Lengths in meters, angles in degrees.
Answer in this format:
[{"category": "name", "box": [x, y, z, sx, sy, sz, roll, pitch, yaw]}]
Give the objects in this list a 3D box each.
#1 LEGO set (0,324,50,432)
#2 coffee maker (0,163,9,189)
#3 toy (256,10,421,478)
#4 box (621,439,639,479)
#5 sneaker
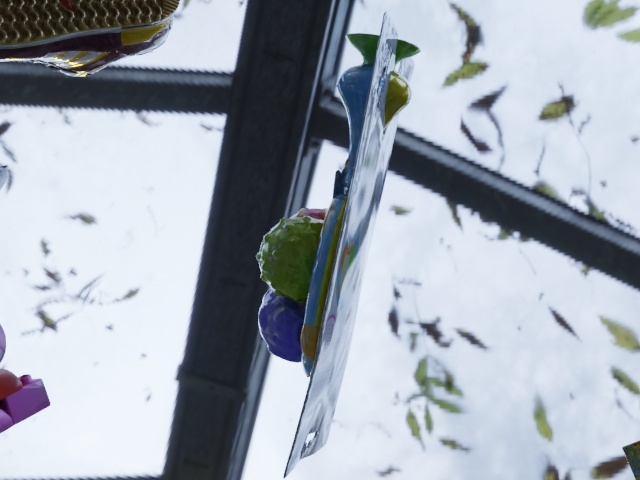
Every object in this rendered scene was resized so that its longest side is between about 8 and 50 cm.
[{"category": "LEGO set", "box": [-0.213, 0.058, 0.374, 0.087, 0.227, 0.093, -9, -78, 38]}, {"category": "coffee maker", "box": [-0.469, -0.071, 1.300, 0.178, 0.120, 0.171, 42, -69, -2]}, {"category": "toy", "box": [0.000, 0.000, 0.638, 0.056, 0.137, 0.237, 16, -90, 10]}, {"category": "box", "box": [0.437, 0.195, 0.932, 0.290, 0.279, 0.177, -27, -109, 19]}, {"category": "sneaker", "box": [-0.190, -0.142, 0.789, 0.185, 0.070, 0.084, -7, -22, -22]}]
